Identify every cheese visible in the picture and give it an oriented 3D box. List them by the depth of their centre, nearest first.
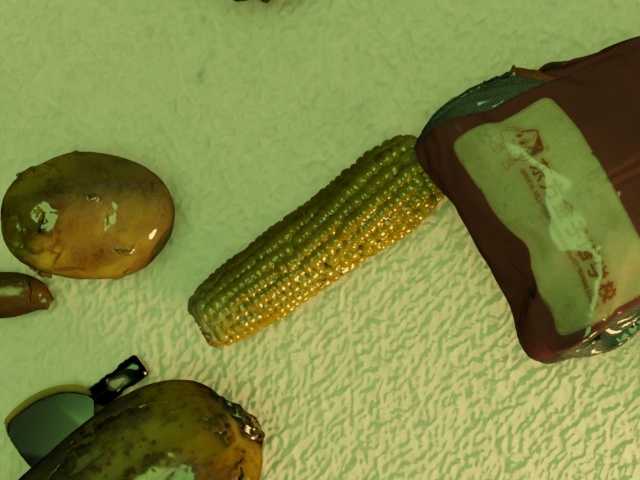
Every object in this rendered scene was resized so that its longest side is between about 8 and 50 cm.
[{"bbox_3d":[-0.255,0.179,1.328,0.162,0.036,0.086,-37,85,3],"label":"cheese"}]

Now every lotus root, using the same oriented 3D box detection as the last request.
[{"bbox_3d":[-0.225,0.299,1.255,0.397,0.179,0.196,-43,84,-2],"label":"lotus root"}]

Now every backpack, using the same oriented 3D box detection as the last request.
[{"bbox_3d":[0.285,-0.063,1.217,0.317,0.197,0.283,-28,89,-14],"label":"backpack"}]

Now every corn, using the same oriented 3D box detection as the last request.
[{"bbox_3d":[0.000,0.000,1.287,0.320,0.097,0.097,-36,87,5],"label":"corn"}]

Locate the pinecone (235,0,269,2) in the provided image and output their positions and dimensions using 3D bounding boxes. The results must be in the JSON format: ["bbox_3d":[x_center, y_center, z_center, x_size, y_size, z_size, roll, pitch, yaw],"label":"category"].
[{"bbox_3d":[-0.076,-0.327,1.255,0.174,0.173,0.173,0,90,4],"label":"pinecone"}]

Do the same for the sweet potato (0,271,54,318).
[{"bbox_3d":[-0.381,0.055,1.332,0.195,0.056,0.056,6,90,8],"label":"sweet potato"}]

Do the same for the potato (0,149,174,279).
[{"bbox_3d":[-0.243,-0.025,1.289,0.176,0.137,0.137,6,90,-17],"label":"potato"}]
